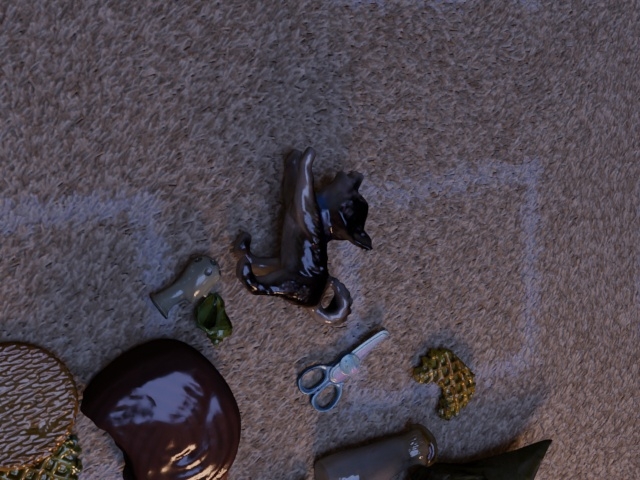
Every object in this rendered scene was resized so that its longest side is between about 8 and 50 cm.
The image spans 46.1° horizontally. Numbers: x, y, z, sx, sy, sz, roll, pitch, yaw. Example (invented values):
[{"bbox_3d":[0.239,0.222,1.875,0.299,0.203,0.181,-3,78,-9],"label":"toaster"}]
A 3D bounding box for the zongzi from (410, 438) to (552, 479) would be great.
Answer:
[{"bbox_3d":[0.425,0.602,1.953,0.323,0.160,0.360,40,82,-26],"label":"zongzi"}]

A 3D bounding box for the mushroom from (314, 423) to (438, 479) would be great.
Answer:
[{"bbox_3d":[0.134,0.559,1.852,0.328,0.122,0.159,-17,142,-21],"label":"mushroom"}]

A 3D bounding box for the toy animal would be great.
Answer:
[{"bbox_3d":[0.000,0.000,1.643,0.302,0.194,0.344,33,87,-20],"label":"toy animal"}]

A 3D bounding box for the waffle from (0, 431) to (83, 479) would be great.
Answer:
[{"bbox_3d":[-0.592,0.452,1.515,0.214,0.054,0.208,-19,105,-20],"label":"waffle"}]

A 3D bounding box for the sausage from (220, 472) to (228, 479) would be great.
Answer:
[{"bbox_3d":[-0.235,0.558,1.706,0.043,0.043,0.186,15,93,-26],"label":"sausage"}]

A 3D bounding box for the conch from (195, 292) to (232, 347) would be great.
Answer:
[{"bbox_3d":[-0.232,0.171,1.621,0.089,0.074,0.121,16,68,-59],"label":"conch"}]

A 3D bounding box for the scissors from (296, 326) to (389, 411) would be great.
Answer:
[{"bbox_3d":[0.063,0.296,1.805,0.256,0.030,0.125,-40,112,-11],"label":"scissors"}]

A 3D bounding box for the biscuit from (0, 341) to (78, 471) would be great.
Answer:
[{"bbox_3d":[-0.603,0.322,1.465,0.254,0.035,0.254,3,79,-18],"label":"biscuit"}]

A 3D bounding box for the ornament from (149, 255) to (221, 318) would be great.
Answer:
[{"bbox_3d":[-0.279,0.097,1.589,0.156,0.075,0.081,-37,94,-16],"label":"ornament"}]

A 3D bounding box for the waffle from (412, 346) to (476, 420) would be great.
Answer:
[{"bbox_3d":[0.320,0.366,1.926,0.194,0.051,0.149,44,78,-25],"label":"waffle"}]

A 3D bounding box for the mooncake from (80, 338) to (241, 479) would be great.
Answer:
[{"bbox_3d":[-0.327,0.371,1.563,0.333,0.174,0.326,6,99,-27],"label":"mooncake"}]
